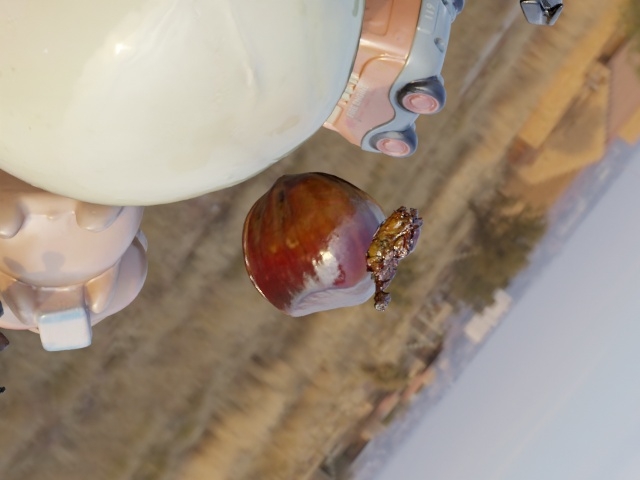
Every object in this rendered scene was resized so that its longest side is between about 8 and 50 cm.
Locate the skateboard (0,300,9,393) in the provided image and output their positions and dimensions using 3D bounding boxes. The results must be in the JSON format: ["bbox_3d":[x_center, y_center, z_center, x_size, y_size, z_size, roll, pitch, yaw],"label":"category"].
[{"bbox_3d":[-0.292,0.097,0.998,0.067,0.080,0.151,-23,180,-18],"label":"skateboard"}]

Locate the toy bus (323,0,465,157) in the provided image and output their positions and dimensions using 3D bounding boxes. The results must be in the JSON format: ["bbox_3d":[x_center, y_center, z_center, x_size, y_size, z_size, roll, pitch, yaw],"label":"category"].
[{"bbox_3d":[0.066,-0.261,1.686,0.288,0.232,0.194,126,-24,-64],"label":"toy bus"}]

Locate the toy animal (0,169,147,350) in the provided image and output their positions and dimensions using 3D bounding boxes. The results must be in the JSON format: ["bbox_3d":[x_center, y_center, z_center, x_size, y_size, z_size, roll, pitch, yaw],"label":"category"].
[{"bbox_3d":[-0.248,0.001,1.134,0.195,0.213,0.256,-5,137,-15],"label":"toy animal"}]

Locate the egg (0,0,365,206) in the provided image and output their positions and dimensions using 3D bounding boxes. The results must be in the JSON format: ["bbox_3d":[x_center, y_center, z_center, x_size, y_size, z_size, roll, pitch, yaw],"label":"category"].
[{"bbox_3d":[-0.134,-0.165,0.894,0.345,0.283,0.283,-19,-179,17],"label":"egg"}]

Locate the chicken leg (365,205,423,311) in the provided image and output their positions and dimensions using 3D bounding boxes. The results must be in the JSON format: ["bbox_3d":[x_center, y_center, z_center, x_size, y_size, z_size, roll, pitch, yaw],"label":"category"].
[{"bbox_3d":[0.053,0.012,0.907,0.021,0.036,0.083,23,92,-53],"label":"chicken leg"}]

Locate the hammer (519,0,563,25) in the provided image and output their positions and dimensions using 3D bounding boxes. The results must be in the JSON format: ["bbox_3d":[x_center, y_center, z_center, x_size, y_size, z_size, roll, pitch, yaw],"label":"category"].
[{"bbox_3d":[0.207,-0.386,1.019,0.152,0.044,0.427,-71,162,-52],"label":"hammer"}]

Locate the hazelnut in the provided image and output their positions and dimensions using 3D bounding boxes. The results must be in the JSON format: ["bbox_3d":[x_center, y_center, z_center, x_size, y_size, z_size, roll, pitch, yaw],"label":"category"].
[{"bbox_3d":[0.000,0.000,1.381,0.178,0.178,0.204,-49,-174,-14],"label":"hazelnut"}]
